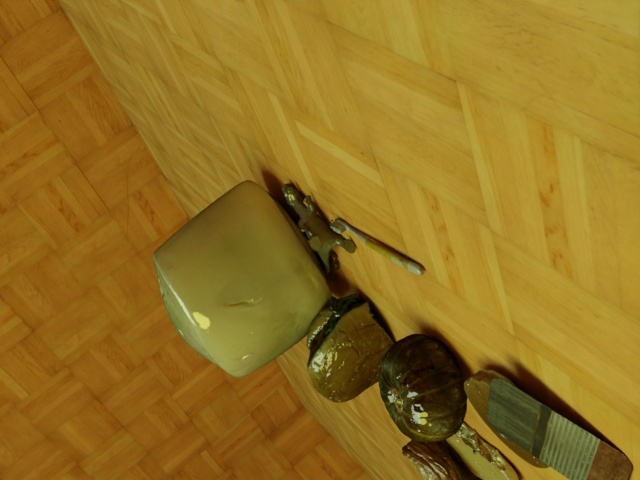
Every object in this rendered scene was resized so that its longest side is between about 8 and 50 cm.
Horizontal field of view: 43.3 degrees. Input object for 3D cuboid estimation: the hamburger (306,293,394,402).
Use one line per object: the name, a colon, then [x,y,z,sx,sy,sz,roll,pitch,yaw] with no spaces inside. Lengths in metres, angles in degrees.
hamburger: [0.063,0.269,1.884,0.132,0.211,0.309,46,167,41]

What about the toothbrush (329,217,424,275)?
toothbrush: [0.099,0.011,1.498,0.288,0.024,0.021,32,154,53]

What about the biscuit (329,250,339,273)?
biscuit: [0.020,0.041,1.839,0.082,0.016,0.092,29,152,49]

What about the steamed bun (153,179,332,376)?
steamed bun: [-0.169,0.123,1.889,0.290,0.371,0.456,44,168,39]

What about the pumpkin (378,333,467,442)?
pumpkin: [0.213,0.291,1.596,0.219,0.162,0.219,169,90,-72]

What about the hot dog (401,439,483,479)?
hot dog: [0.317,0.577,1.943,0.259,0.114,0.175,55,-162,22]

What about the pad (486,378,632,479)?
pad: [0.367,0.393,1.349,0.250,0.055,0.323,30,129,29]

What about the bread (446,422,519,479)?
bread: [0.368,0.499,1.832,0.251,0.039,0.182,37,160,46]

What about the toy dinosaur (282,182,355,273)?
toy dinosaur: [0.003,-0.004,1.711,0.251,0.072,0.200,51,174,-27]

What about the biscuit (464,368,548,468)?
biscuit: [0.340,0.311,1.429,0.208,0.049,0.181,50,165,-4]
